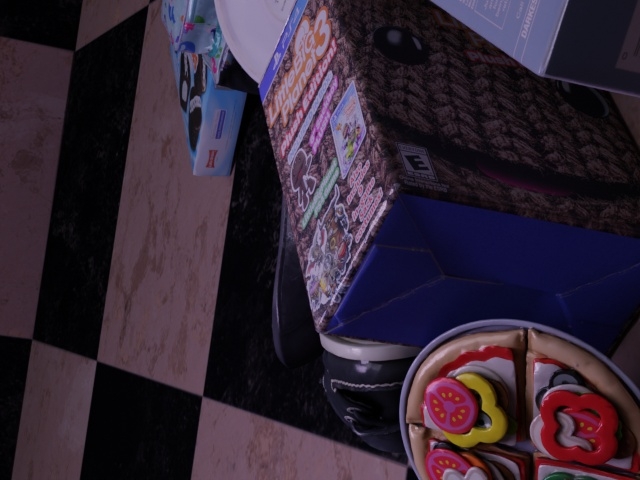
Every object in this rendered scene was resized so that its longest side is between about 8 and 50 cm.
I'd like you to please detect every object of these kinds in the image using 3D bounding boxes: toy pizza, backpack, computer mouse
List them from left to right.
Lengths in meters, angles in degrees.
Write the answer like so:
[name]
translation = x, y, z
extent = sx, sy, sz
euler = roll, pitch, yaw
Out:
[backpack]
translation = -0.092, -0.334, 1.744
extent = 0.225, 0.191, 0.253
euler = -115, 44, -59
[computer mouse]
translation = 0.000, 0.000, 1.466
extent = 0.188, 0.072, 0.272
euler = 17, -105, -76
[toy pizza]
translation = 0.142, 0.148, 0.967
extent = 0.032, 0.201, 0.201
euler = -41, -18, -51

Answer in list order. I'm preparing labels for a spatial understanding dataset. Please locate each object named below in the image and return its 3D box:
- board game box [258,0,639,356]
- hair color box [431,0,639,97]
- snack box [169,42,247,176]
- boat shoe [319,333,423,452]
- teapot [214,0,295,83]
[board game box]
translation = 0.101, -0.063, 1.065
extent = 0.291, 0.232, 0.141
euler = -105, 33, -46
[hair color box]
translation = 0.174, -0.205, 0.999
extent = 0.374, 0.185, 0.114
euler = -126, 49, -61
[snack box]
translation = -0.163, -0.264, 2.019
extent = 0.322, 0.060, 0.187
euler = -106, 24, -47
[boat shoe]
translation = 0.061, 0.119, 1.169
extent = 0.340, 0.127, 0.113
euler = 160, 106, -86
[teapot]
translation = 0.029, -0.265, 1.414
extent = 0.256, 0.187, 0.252
euler = -23, 85, 42
